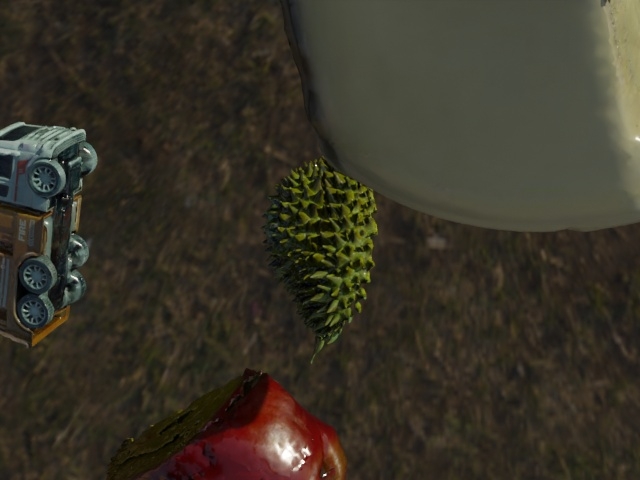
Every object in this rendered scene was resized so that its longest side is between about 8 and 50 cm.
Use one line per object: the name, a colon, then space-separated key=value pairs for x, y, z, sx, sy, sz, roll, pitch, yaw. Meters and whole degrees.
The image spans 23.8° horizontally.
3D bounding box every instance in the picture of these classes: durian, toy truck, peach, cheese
durian: x=-0.007 y=-0.003 z=1.519 sx=0.095 sy=0.221 sz=0.137 roll=6 pitch=148 yaw=-21
toy truck: x=-0.258 y=-0.014 z=1.274 sx=0.115 sy=0.080 sz=0.178 roll=15 pitch=110 yaw=12
peach: x=-0.069 y=0.153 z=0.955 sx=0.172 sy=0.092 sz=0.127 roll=-7 pitch=128 yaw=28
cheese: x=0.092 y=-0.126 z=0.731 sx=0.233 sy=0.127 sz=0.266 roll=-2 pitch=130 yaw=18
